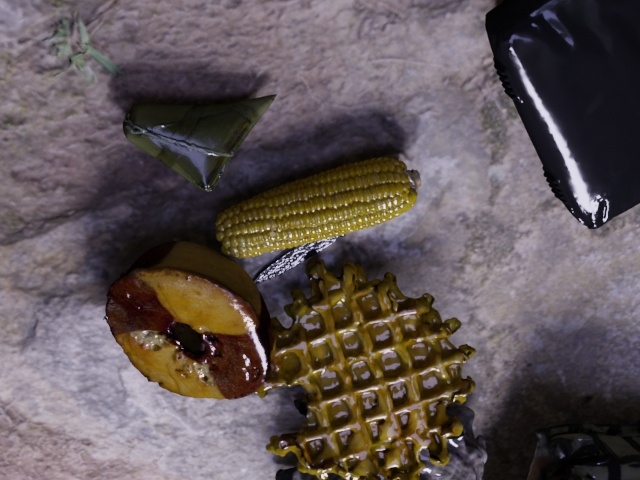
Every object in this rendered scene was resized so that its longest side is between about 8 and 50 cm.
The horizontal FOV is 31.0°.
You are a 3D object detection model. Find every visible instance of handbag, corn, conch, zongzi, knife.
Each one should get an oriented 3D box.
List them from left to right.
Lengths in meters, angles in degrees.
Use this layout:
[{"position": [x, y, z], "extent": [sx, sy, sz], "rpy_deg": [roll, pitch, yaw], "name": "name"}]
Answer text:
[{"position": [-0.112, -0.116, 1.051], "extent": [0.104, 0.052, 0.113], "rpy_deg": [34, 99, -25], "name": "zongzi"}, {"position": [-0.001, -0.031, 1.123], "extent": [0.206, 0.067, 0.067], "rpy_deg": [-17, 128, -1], "name": "corn"}, {"position": [0.000, 0.000, 1.183], "extent": [0.170, 0.010, 0.023], "rpy_deg": [-33, 121, 13], "name": "knife"}, {"position": [0.072, 0.289, 1.329], "extent": [0.241, 0.186, 0.313], "rpy_deg": [16, 101, -34], "name": "conch"}, {"position": [0.326, 0.359, 1.402], "extent": [0.327, 0.162, 0.325], "rpy_deg": [9, 124, -34], "name": "handbag"}, {"position": [0.297, -0.164, 1.089], "extent": [0.244, 0.088, 0.275], "rpy_deg": [-30, 124, 6], "name": "handbag"}]

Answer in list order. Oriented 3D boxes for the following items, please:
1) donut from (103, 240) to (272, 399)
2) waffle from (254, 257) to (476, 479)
[{"position": [-0.125, 0.076, 1.142], "extent": [0.166, 0.073, 0.184], "rpy_deg": [-14, 125, 27], "name": "donut"}, {"position": [0.044, 0.146, 1.201], "extent": [0.232, 0.051, 0.228], "rpy_deg": [25, 89, 0], "name": "waffle"}]
